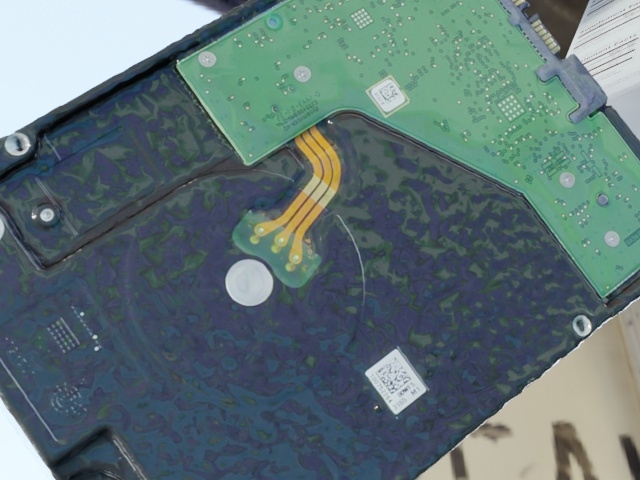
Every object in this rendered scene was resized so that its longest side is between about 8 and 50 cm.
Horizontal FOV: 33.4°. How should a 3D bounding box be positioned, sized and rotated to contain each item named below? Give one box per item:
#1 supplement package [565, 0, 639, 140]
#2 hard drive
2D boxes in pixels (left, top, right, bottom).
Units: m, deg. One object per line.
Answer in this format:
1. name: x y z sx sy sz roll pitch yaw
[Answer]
1. supplement package: 0.284 -0.087 0.764 0.149 0.203 0.194 -21 -65 39
2. hard drive: 0.000 0.000 0.527 0.339 0.237 0.064 -35 -5 -21
